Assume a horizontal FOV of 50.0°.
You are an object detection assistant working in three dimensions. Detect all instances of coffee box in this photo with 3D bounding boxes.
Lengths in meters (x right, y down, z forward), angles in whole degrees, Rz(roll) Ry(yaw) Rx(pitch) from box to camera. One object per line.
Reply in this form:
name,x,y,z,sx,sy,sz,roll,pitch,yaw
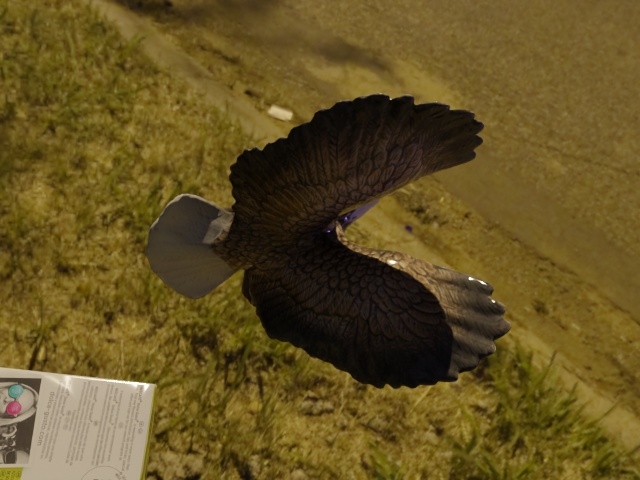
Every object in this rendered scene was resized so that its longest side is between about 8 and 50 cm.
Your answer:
coffee box,-0.456,0.438,1.100,0.334,0.338,0.338,8,50,-11

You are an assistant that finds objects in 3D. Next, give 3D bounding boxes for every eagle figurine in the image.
eagle figurine,0.007,-0.008,0.645,0.226,0.298,0.225,35,76,-35
